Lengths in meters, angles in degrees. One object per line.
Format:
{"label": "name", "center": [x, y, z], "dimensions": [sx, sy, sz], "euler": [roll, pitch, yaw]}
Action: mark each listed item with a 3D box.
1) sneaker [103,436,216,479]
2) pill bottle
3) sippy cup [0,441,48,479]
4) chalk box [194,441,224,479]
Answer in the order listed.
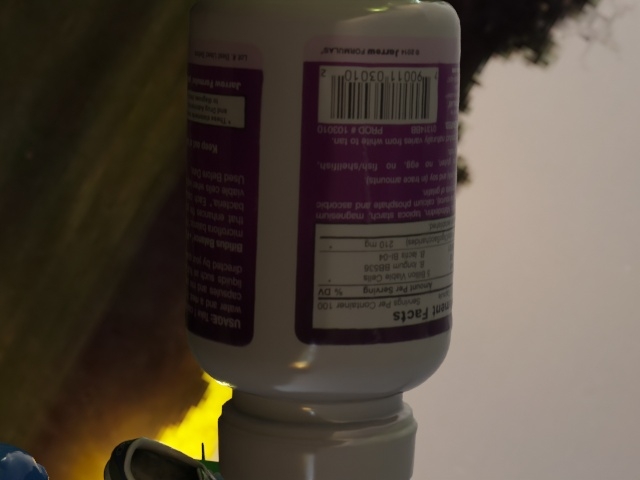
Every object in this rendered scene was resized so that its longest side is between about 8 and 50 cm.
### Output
{"label": "sneaker", "center": [-0.109, 0.241, 1.507], "dimensions": [0.064, 0.192, 0.086], "euler": [-52, 174, -28]}
{"label": "pill bottle", "center": [0.000, 0.000, 1.059], "dimensions": [0.169, 0.169, 0.301], "euler": [-114, -155, -81]}
{"label": "sippy cup", "center": [-0.345, 0.235, 1.359], "dimensions": [0.305, 0.224, 0.240], "euler": [75, 27, -50]}
{"label": "chalk box", "center": [-0.127, 0.308, 1.735], "dimensions": [0.213, 0.132, 0.132], "euler": [-77, 171, -45]}
